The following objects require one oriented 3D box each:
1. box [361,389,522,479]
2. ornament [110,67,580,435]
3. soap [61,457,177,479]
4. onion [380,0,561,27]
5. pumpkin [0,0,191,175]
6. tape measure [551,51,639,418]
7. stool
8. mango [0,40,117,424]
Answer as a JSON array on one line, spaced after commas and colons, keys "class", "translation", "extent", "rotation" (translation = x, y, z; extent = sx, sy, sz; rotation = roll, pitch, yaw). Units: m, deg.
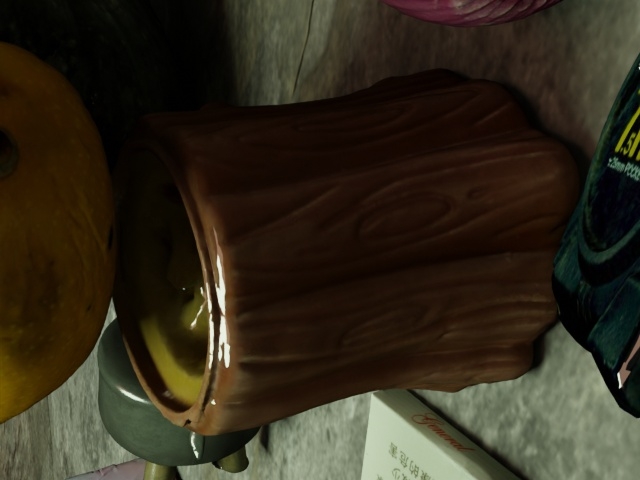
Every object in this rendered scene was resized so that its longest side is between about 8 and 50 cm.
[{"class": "box", "translation": [0.073, 0.244, 0.709], "extent": [0.139, 0.035, 0.245], "rotation": [31, 124, 51]}, {"class": "ornament", "translation": [0.000, 0.000, 0.584], "extent": [0.235, 0.217, 0.221], "rotation": [-44, 61, 56]}, {"class": "soap", "translation": [-0.200, 0.408, 1.047], "extent": [0.324, 0.193, 0.109], "rotation": [58, 143, 32]}, {"class": "onion", "translation": [0.075, -0.198, 0.453], "extent": [0.207, 0.200, 0.201], "rotation": [-5, 94, 64]}, {"class": "pumpkin", "translation": [-0.328, -0.143, 0.879], "extent": [0.344, 0.454, 0.454], "rotation": [-34, 66, 23]}, {"class": "tape measure", "translation": [0.167, -0.020, 0.354], "extent": [0.199, 0.112, 0.186], "rotation": [-83, 11, -79]}, {"class": "stool", "translation": [-0.120, 0.129, 0.910], "extent": [0.228, 0.153, 0.139], "rotation": [-68, -11, -57]}, {"class": "mango", "translation": [-0.198, 0.015, 0.574], "extent": [0.359, 0.144, 0.187], "rotation": [122, 142, -59]}]
